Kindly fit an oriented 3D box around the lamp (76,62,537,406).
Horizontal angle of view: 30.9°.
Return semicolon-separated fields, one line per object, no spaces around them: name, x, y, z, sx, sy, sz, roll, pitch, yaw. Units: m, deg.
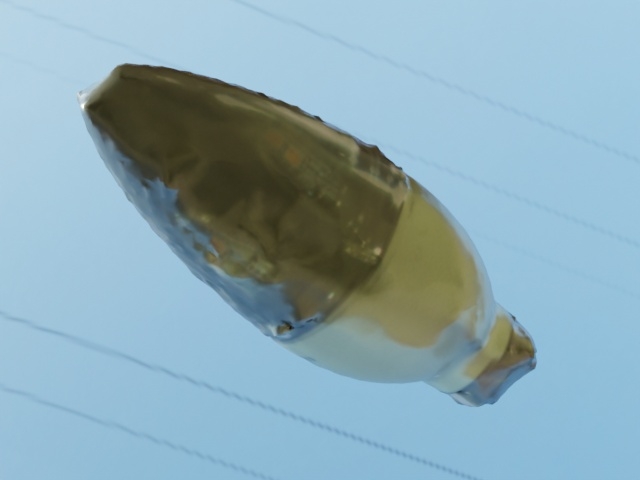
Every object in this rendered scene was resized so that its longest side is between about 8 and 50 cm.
lamp;0.000;0.000;0.525;0.250;0.101;0.101;37;-127;-21
